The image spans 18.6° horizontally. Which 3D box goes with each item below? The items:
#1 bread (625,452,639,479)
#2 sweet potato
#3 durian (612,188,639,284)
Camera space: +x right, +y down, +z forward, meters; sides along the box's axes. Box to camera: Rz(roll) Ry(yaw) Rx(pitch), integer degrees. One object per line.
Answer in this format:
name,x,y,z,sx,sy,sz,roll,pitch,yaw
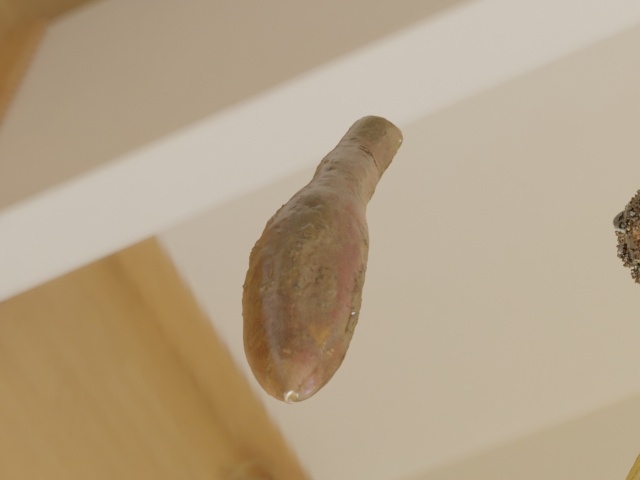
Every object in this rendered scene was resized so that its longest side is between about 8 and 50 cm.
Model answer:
bread,0.395,0.230,1.585,0.288,0.156,0.204,41,28,24
sweet potato,0.000,0.000,1.760,0.109,0.109,0.385,56,33,-31
durian,0.242,-0.002,1.342,0.080,0.091,0.080,7,77,-32
